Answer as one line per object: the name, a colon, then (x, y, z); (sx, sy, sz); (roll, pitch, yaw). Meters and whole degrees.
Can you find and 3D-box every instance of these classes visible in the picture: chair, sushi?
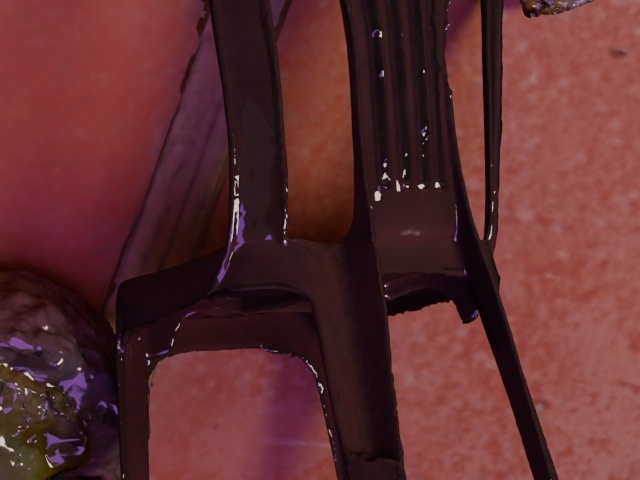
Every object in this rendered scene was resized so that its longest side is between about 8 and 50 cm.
chair: (0.000, 0.000, 0.870); (0.175, 0.183, 0.327); (2, 76, -38)
sushi: (-0.200, 0.090, 0.914); (0.241, 0.107, 0.161); (9, 109, -11)

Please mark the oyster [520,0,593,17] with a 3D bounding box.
oyster: (0.117, -0.142, 0.892); (0.054, 0.019, 0.083); (19, 105, -21)
